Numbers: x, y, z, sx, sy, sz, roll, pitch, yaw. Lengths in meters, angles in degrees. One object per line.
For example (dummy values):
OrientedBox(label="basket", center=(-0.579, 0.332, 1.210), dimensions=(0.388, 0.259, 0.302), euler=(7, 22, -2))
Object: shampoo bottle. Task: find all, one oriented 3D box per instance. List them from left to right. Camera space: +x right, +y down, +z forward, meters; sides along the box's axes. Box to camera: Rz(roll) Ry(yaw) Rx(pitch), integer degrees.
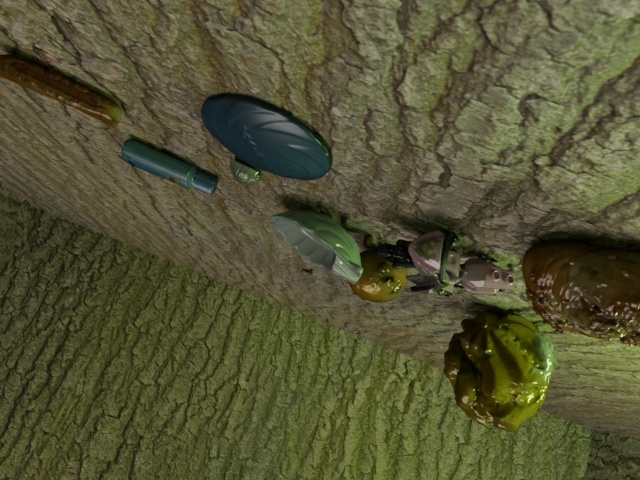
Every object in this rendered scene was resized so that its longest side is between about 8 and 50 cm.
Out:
OrientedBox(label="shampoo bottle", center=(-0.408, -0.195, 1.368), dimensions=(0.258, 0.061, 0.104), euler=(23, 165, -5))

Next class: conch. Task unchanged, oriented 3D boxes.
OrientedBox(label="conch", center=(-0.181, -0.161, 1.176), dimensions=(0.085, 0.057, 0.076), euler=(22, -174, 5))

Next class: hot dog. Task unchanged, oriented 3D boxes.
OrientedBox(label="hot dog", center=(-0.590, -0.341, 1.129), dimensions=(0.285, 0.061, 0.087), euler=(25, 167, -16))

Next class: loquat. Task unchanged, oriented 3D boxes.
OrientedBox(label="loquat", center=(0.163, 0.098, 1.411), dimensions=(0.172, 0.150, 0.204), euler=(13, 167, -5))

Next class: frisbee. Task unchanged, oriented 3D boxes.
OrientedBox(label="frisbee", center=(-0.117, -0.191, 1.027), dimensions=(0.289, 0.049, 0.289), euler=(20, 164, 6))

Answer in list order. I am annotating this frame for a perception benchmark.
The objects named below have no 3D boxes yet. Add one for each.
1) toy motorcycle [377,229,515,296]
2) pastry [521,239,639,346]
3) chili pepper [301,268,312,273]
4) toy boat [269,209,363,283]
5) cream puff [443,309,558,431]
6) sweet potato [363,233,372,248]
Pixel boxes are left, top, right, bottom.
OrientedBox(label="toy motorcycle", center=(0.300, 0.061, 1.144), dimensions=(0.326, 0.143, 0.188), euler=(18, 165, -13))
OrientedBox(label="pastry", center=(0.538, 0.109, 0.957), dimensions=(0.310, 0.162, 0.255), euler=(11, 163, 38))
OrientedBox(label="chili pepper", center=(-0.052, 0.125, 2.022), dimensions=(0.030, 0.017, 0.083), euler=(33, 161, -31))
OrientedBox(label="toy boat", center=(0.000, 0.000, 1.344), dimensions=(0.290, 0.100, 0.199), euler=(37, 161, 8))
OrientedBox(label="cream puff", center=(0.532, 0.377, 1.563), dimensions=(0.275, 0.379, 0.378), euler=(32, 161, -30))
OrientedBox(label="sweet potato", center=(0.131, 0.004, 1.385), dimensions=(0.026, 0.026, 0.115), euler=(20, 166, 7))
